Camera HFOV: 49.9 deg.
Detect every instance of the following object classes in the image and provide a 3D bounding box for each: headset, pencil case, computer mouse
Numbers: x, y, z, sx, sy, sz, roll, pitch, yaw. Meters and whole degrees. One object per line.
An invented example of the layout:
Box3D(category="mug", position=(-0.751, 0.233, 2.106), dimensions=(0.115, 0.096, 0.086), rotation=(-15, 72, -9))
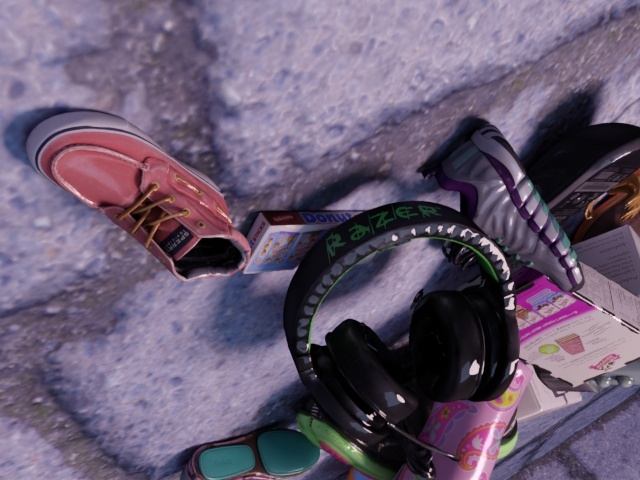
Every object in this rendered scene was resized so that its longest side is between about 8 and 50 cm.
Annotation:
Box3D(category="headset", position=(0.091, 0.125, 0.785), dimensions=(0.243, 0.185, 0.394), rotation=(-18, 122, -7))
Box3D(category="pencil case", position=(0.185, 0.277, 0.941), dimensions=(0.284, 0.124, 0.124), rotation=(-63, 151, -10))
Box3D(category="computer mouse", position=(0.282, -0.065, 0.859), dimensions=(0.188, 0.072, 0.272), rotation=(1, 146, -48))

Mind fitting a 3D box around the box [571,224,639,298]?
Box3D(category="box", position=(0.441, 0.088, 1.079), dimensions=(0.181, 0.119, 0.182), rotation=(-25, 142, 31))

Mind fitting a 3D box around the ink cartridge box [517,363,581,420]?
Box3D(category="ink cartridge box", position=(0.425, 0.333, 1.467), dimensions=(0.172, 0.100, 0.237), rotation=(-32, 156, 32))

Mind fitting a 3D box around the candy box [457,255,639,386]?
Box3D(category="candy box", position=(0.327, 0.105, 0.945), dimensions=(0.233, 0.071, 0.159), rotation=(29, 137, -21))

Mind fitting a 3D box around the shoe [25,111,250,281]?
Box3D(category="shoe", position=(-0.118, -0.026, 0.488), dimensions=(0.063, 0.081, 0.178), rotation=(-44, 149, 12))

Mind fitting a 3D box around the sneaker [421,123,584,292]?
Box3D(category="sneaker", position=(0.204, -0.018, 0.761), dimensions=(0.098, 0.083, 0.224), rotation=(-32, 109, 15))

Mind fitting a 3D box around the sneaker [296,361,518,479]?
Box3D(category="sneaker", position=(0.154, 0.252, 1.101), dimensions=(0.482, 0.185, 0.202), rotation=(7, 99, -44))

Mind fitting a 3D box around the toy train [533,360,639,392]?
Box3D(category="toy train", position=(0.524, 0.167, 1.187), dimensions=(0.334, 0.190, 0.142), rotation=(-9, 140, 40))

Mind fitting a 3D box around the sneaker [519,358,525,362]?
Box3D(category="sneaker", position=(0.378, 0.222, 1.341), dimensions=(0.188, 0.067, 0.078), rotation=(-28, 145, -17))

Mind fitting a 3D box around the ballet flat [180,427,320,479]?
Box3D(category="ballet flat", position=(-0.105, 0.321, 1.000), dimensions=(0.221, 0.077, 0.079), rotation=(3, 151, -41))

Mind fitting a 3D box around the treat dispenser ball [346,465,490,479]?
Box3D(category="treat dispenser ball", position=(0.187, 0.504, 1.321), dimensions=(0.288, 0.288, 0.288), rotation=(-26, 148, -17))

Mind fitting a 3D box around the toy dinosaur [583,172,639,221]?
Box3D(category="toy dinosaur", position=(0.383, -0.092, 0.896), dimensions=(0.064, 0.112, 0.211), rotation=(7, 136, -48))

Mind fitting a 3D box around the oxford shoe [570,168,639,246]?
Box3D(category="oxford shoe", position=(0.491, -0.025, 1.083), dimensions=(0.097, 0.098, 0.271), rotation=(-8, 140, -40))

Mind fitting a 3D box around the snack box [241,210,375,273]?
Box3D(category="snack box", position=(0.000, 0.000, 0.700), dimensions=(0.178, 0.022, 0.064), rotation=(-3, 136, -43))
